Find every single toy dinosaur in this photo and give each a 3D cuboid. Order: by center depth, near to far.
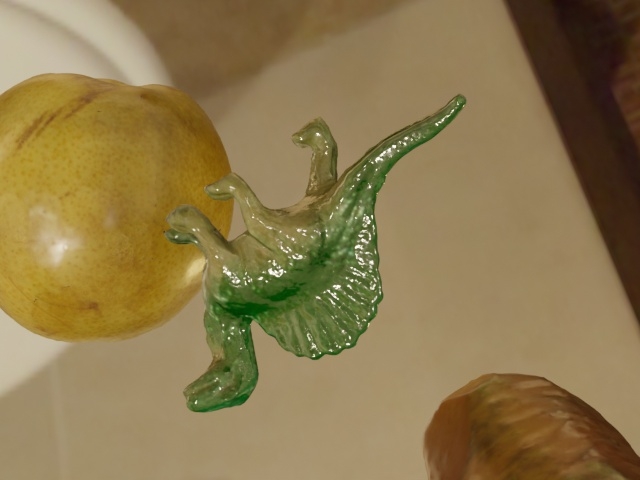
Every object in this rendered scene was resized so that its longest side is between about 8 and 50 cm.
[{"bbox_3d":[0.000,0.000,0.480,0.120,0.060,0.029,-34,178,19],"label":"toy dinosaur"}]

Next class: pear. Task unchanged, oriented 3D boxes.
[{"bbox_3d":[-0.165,-0.022,1.256,0.209,0.208,0.208,-8,138,-7],"label":"pear"}]

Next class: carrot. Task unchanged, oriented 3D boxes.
[{"bbox_3d":[0.137,0.166,0.776,0.114,0.302,0.114,-10,119,-19],"label":"carrot"}]
